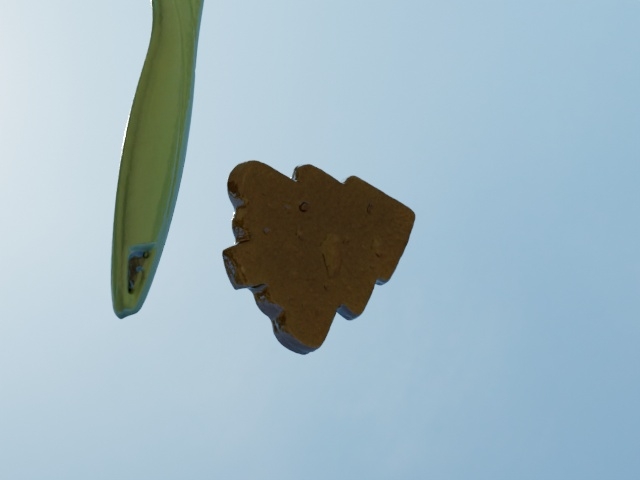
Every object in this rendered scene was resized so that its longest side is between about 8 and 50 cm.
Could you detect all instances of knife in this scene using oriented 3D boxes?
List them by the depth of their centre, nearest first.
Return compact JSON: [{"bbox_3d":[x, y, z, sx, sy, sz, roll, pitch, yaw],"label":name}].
[{"bbox_3d":[-0.044,-0.078,0.467,0.030,0.207,0.014,7,-176,-43],"label":"knife"}]

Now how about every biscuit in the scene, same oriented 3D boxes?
[{"bbox_3d":[0.000,0.000,0.650,0.092,0.016,0.082,-20,-93,-34],"label":"biscuit"}]
